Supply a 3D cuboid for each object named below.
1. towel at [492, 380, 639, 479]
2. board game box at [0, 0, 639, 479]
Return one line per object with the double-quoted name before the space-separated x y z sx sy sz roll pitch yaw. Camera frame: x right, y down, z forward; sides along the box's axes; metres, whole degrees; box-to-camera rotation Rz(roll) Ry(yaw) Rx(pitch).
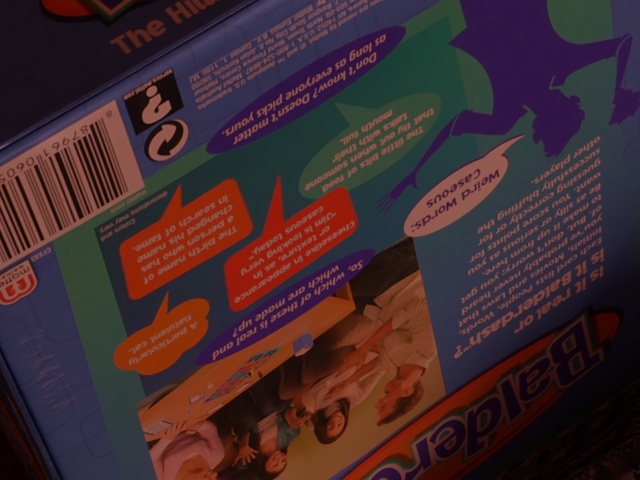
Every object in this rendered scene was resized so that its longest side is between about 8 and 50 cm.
"towel" 0.094 0.059 0.615 0.312 0.056 0.324 -37 -179 27
"board game box" 0.000 0.000 0.433 0.160 0.047 0.210 -32 145 -15
